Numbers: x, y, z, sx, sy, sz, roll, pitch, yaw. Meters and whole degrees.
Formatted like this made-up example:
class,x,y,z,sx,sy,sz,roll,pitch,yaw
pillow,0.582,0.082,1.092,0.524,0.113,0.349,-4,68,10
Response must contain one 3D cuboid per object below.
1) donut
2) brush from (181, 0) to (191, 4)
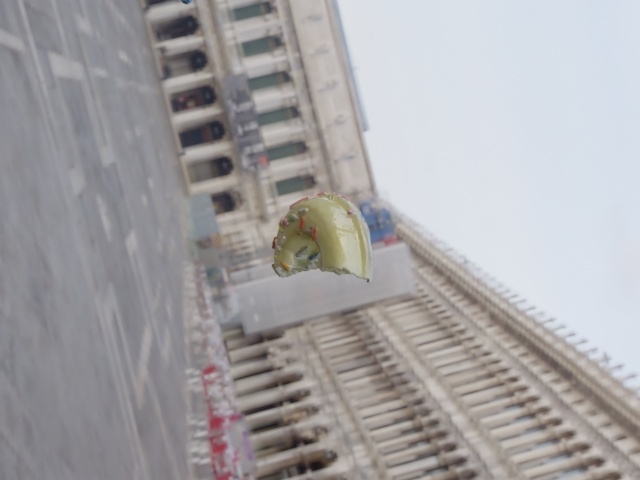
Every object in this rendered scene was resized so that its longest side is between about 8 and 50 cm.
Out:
class,x,y,z,sx,sy,sz,roll,pitch,yaw
donut,-0.002,-0.004,1.295,0.166,0.065,0.108,4,-83,56
brush,-0.211,-0.458,1.745,0.014,0.051,0.164,38,52,-56
